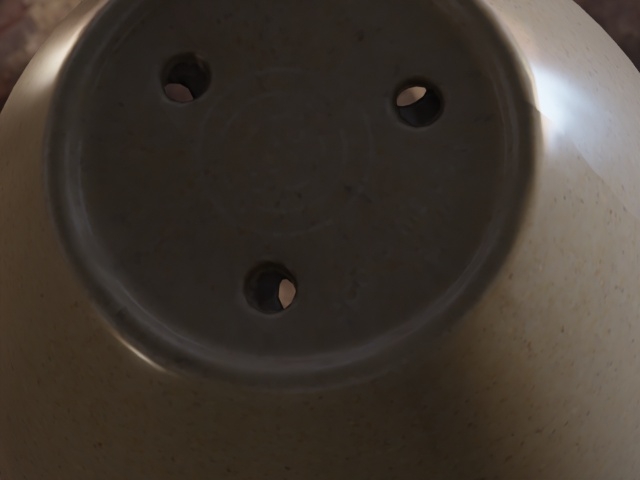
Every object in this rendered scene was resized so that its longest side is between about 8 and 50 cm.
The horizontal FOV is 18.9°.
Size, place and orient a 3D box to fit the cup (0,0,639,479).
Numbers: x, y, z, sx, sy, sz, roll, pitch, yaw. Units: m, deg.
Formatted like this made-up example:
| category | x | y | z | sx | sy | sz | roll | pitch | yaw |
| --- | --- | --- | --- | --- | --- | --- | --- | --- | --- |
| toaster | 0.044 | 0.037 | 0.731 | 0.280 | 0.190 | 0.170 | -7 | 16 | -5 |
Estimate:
| category | x | y | z | sx | sy | sz | roll | pitch | yaw |
| --- | --- | --- | --- | --- | --- | --- | --- | --- | --- |
| cup | 0.000 | 0.000 | 0.743 | 0.331 | 0.237 | 0.331 | -1 | -107 | 5 |
